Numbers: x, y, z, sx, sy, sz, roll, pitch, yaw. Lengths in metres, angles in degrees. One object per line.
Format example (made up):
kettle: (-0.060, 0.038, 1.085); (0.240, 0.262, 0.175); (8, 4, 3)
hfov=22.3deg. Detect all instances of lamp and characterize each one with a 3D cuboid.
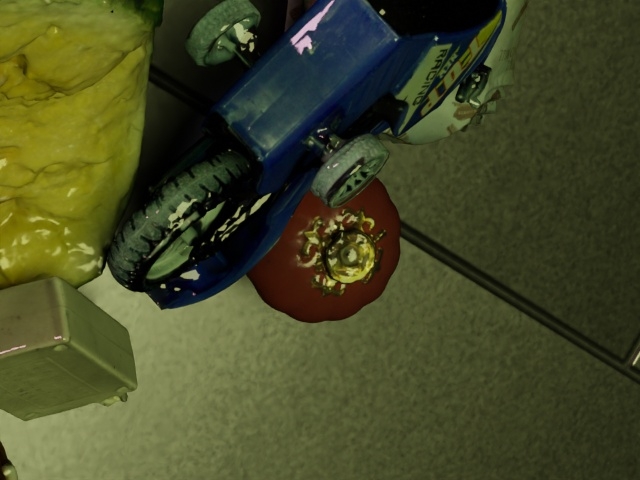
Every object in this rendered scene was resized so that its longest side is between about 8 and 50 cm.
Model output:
lamp: (0.000, 0.000, 0.973); (0.101, 0.090, 0.101); (-6, 105, -24)

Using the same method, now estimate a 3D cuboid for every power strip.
power strip: (-0.148, 0.068, 0.905); (0.075, 0.175, 0.042); (-17, 68, 8)

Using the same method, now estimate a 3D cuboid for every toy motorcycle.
toy motorcycle: (0.009, -0.077, 0.865); (0.315, 0.169, 0.113); (-44, 79, 10)

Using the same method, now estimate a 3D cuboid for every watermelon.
watermelon: (-0.226, -0.085, 0.773); (0.330, 0.189, 0.331); (-12, 152, -7)

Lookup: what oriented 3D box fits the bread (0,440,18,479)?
bread: (-0.262, 0.160, 0.871); (0.224, 0.142, 0.212); (-47, 128, 11)

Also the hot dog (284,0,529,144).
hot dog: (0.054, -0.182, 0.960); (0.162, 0.082, 0.271); (-1, 111, -15)
